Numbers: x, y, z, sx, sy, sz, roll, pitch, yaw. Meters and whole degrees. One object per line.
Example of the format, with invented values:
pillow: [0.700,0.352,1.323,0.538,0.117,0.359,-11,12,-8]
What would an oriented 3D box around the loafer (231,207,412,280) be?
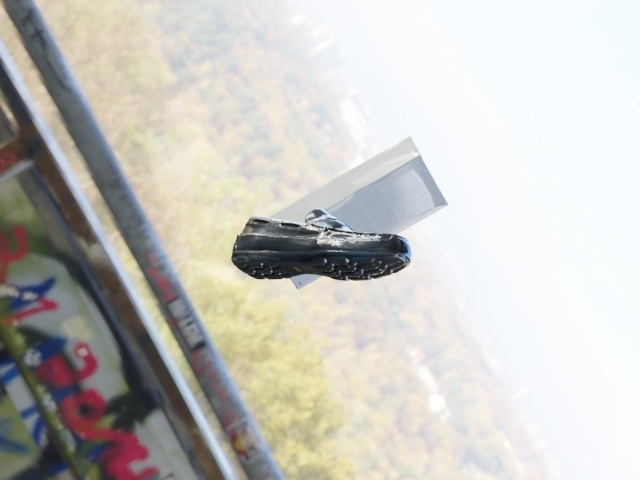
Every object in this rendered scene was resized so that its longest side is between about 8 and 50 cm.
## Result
loafer: [0.000,0.000,1.312,0.076,0.223,0.078,40,57,-51]

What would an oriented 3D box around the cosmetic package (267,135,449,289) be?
cosmetic package: [0.044,-0.037,1.597,0.099,0.239,0.060,57,7,-34]
